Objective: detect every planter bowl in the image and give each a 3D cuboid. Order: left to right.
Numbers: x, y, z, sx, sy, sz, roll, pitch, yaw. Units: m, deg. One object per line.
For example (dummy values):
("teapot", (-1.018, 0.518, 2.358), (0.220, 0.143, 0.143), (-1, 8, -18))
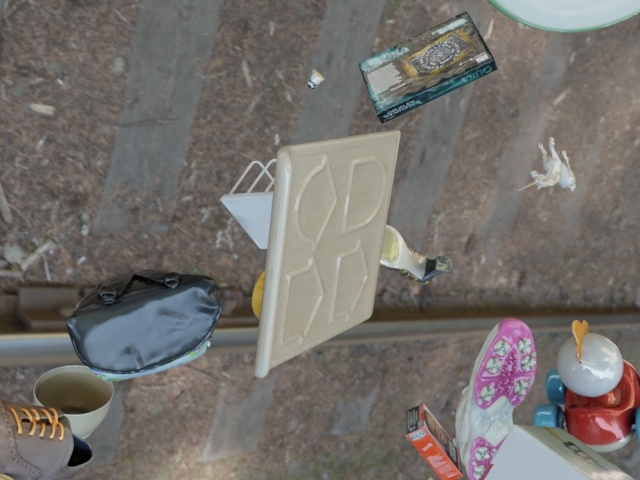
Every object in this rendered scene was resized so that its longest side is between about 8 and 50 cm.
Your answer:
("planter bowl", (-0.530, 0.359, 1.627), (0.162, 0.162, 0.109), (-10, 125, -40))

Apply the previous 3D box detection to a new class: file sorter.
("file sorter", (-0.069, -0.103, 1.936), (0.193, 0.277, 0.173), (54, 51, -34))

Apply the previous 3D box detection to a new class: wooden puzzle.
("wooden puzzle", (0.000, 0.000, 1.130), (0.348, 0.080, 0.322), (-22, 125, -57))

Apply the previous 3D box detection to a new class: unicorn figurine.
("unicorn figurine", (0.443, -0.135, 1.448), (0.162, 0.060, 0.111), (15, 56, -31))

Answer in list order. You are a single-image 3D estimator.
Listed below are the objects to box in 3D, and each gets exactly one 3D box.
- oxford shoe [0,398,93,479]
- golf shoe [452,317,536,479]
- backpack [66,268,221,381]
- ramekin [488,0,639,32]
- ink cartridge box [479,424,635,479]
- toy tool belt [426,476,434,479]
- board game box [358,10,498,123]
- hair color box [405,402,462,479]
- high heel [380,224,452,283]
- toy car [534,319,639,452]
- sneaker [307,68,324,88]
("oxford shoe", (-0.411, 0.247, 1.005), (0.132, 0.130, 0.364), (-22, 153, -8))
("golf shoe", (0.296, 0.275, 1.363), (0.115, 0.140, 0.306), (8, 101, -16))
("backpack", (-0.364, 0.165, 1.557), (0.290, 0.355, 0.273), (-16, 108, -19))
("ramekin", (0.294, -0.391, 0.870), (0.148, 0.303, 0.303), (-78, 157, -49))
("ink cartridge box", (0.301, 0.327, 0.986), (0.176, 0.127, 0.128), (21, 100, -51))
("toy tool belt", (0.095, 0.251, 0.651), (0.051, 0.052, 0.083), (46, 49, -24))
("board game box", (0.157, -0.262, 1.146), (0.186, 0.126, 0.026), (-23, 140, 11))
("hair color box", (0.218, 0.390, 1.462), (0.043, 0.072, 0.141), (-31, 111, 19))
("high heel", (0.154, 0.035, 1.751), (0.261, 0.186, 0.093), (21, 77, -7))
("toy car", (0.497, 0.234, 1.378), (0.210, 0.219, 0.238), (-49, 126, -49))
("sneaker", (-0.014, -0.336, 1.592), (0.032, 0.083, 0.037), (43, 100, -5))
